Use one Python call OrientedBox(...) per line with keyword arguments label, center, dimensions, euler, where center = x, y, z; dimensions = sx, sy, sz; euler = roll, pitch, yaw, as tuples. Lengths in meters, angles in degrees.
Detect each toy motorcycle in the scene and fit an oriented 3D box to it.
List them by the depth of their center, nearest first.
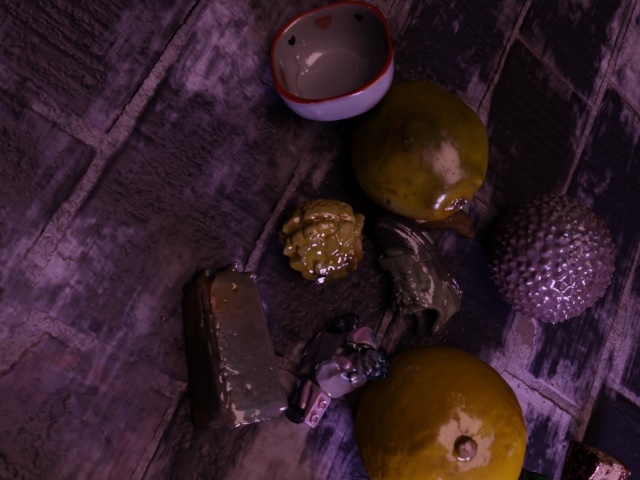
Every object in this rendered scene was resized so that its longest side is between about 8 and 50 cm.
OrientedBox(label="toy motorcycle", center=(0.042, 0.244, 1.209), dimensions=(0.108, 0.204, 0.239), euler=(27, 75, -32))

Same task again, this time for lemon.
OrientedBox(label="lemon", center=(0.225, 0.362, 1.229), dimensions=(0.348, 0.348, 0.348), euler=(3, 84, -29))

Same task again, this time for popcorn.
OrientedBox(label="popcorn", center=(0.003, 0.005, 1.251), dimensions=(0.173, 0.142, 0.173), euler=(-15, 122, -26))

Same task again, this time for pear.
OrientedBox(label="pear", center=(0.194, -0.177, 1.290), dimensions=(0.269, 0.269, 0.321), euler=(3, 50, -29))

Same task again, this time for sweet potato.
OrientedBox(label="sweet potato", center=(0.268, -0.044, 1.435), dimensions=(0.233, 0.081, 0.062), euler=(7, 64, -29))

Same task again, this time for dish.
OrientedBox(label="dish", center=(0.031, -0.334, 1.263), dimensions=(0.256, 0.256, 0.117), euler=(-65, 155, -18))

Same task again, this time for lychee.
OrientedBox(label="lychee", center=(0.532, 0.039, 1.466), dimensions=(0.300, 0.300, 0.300), euler=(3, 84, -29))

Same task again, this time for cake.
OrientedBox(label="cake", center=(0.642, 0.619, 1.605), dimensions=(0.112, 0.135, 0.246), euler=(23, 104, -14))

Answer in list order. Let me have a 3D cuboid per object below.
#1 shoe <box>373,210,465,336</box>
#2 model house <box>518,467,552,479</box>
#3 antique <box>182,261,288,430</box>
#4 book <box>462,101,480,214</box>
OrientedBox(label="shoe", center=(0.187, 0.084, 1.356), dimensions=(0.293, 0.109, 0.149), euler=(48, 59, -22))
OrientedBox(label="model house", center=(0.289, 0.589, 1.301), dimensions=(0.325, 0.267, 0.194), euler=(-12, 86, -19))
OrientedBox(label="antique", center=(-0.163, 0.184, 1.151), dimensions=(0.125, 0.150, 0.284), euler=(-4, 79, -34))
OrientedBox(label="book", center=(0.273, -0.199, 1.483), dimensions=(0.215, 0.025, 0.282), euler=(14, 79, -28))
